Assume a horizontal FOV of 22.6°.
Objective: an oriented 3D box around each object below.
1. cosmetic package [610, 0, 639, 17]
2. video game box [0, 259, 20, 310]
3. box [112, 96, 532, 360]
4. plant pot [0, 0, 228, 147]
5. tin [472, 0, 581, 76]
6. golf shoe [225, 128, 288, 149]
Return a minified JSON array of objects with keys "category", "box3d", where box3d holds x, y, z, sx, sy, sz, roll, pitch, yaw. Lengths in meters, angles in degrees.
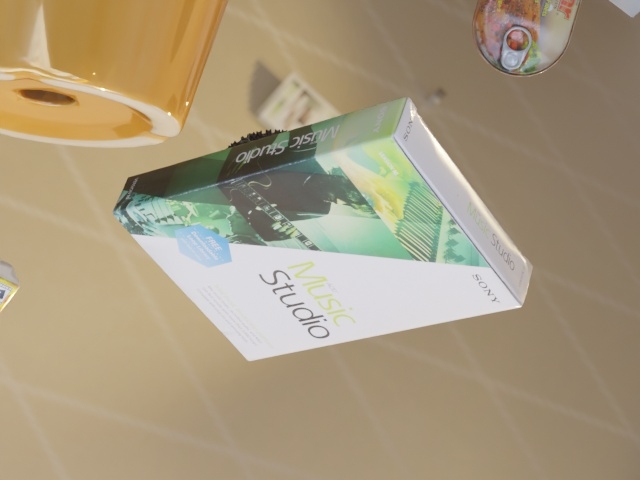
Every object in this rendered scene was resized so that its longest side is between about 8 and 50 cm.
[{"category":"cosmetic package","box3d":[0.337,-0.335,1.545,0.238,0.127,0.107,-35,-156,54]},{"category":"video game box","box3d":[-0.445,0.067,1.639,0.187,0.205,0.048,-50,-142,15]},{"category":"box","box3d":[0.000,0.000,1.473,0.322,0.232,0.058,-15,-139,34]},{"category":"plant pot","box3d":[-0.117,-0.149,0.754,0.205,0.205,0.188,160,-61,-67]},{"category":"tin","box3d":[0.227,-0.267,1.704,0.040,0.106,0.190,-14,121,-81]},{"category":"golf shoe","box3d":[-0.095,-0.056,1.931,0.198,0.077,0.094,-41,143,-25]}]
